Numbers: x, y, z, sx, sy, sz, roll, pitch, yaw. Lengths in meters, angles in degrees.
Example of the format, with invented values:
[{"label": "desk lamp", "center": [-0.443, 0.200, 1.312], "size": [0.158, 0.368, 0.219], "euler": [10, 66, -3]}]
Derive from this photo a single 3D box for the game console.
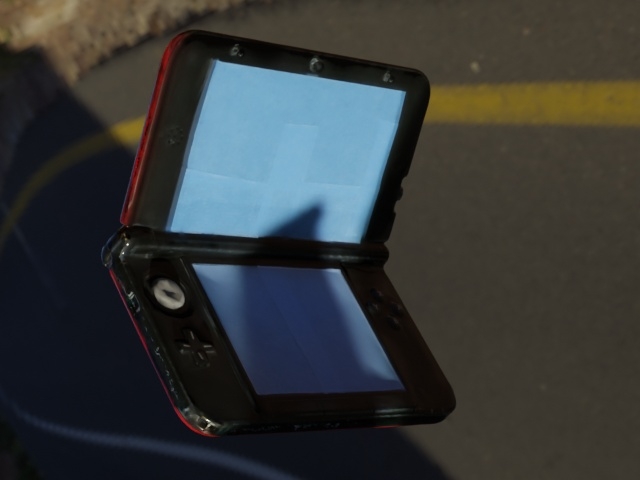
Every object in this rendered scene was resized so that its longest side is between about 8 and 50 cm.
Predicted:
[{"label": "game console", "center": [0.000, 0.000, 0.617], "size": [0.085, 0.144, 0.124], "euler": [-49, 56, 32]}]
